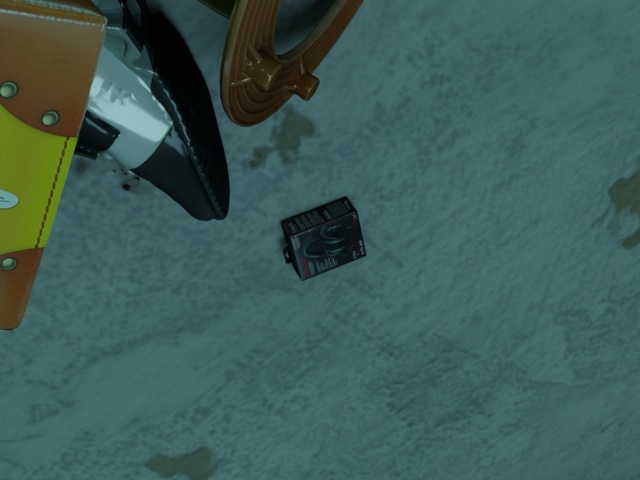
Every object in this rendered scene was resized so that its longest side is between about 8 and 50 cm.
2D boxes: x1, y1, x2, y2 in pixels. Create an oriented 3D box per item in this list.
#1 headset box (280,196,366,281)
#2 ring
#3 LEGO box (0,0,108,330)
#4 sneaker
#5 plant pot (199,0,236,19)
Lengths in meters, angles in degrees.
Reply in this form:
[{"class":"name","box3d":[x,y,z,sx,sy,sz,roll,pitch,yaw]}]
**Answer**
[{"class":"headset box","box3d":[0.000,0.000,0.976,0.083,0.032,0.062,-22,128,-11]},{"class":"ring","box3d":[0.031,-0.224,0.682,0.032,0.336,0.336,33,110,6]},{"class":"LEGO box","box3d":[-0.413,-0.130,0.424,0.500,0.372,0.193,0,126,-39]},{"class":"sneaker","box3d":[-0.187,-0.130,0.769,0.146,0.122,0.330,-20,131,13]},{"class":"plant pot","box3d":[-0.048,-0.320,0.634,0.254,0.237,0.237,-47,129,-4]}]
